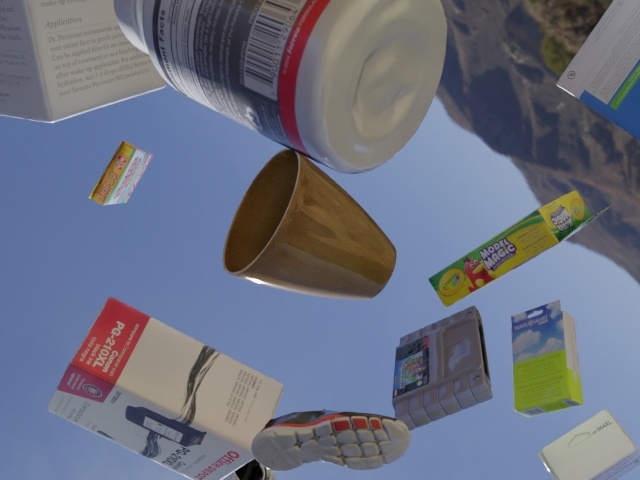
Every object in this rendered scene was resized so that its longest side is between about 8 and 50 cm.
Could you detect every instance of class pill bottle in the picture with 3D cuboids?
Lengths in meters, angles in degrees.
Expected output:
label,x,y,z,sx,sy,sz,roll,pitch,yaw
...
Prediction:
label,x,y,z,sx,sy,sz,roll,pitch,yaw
pill bottle,-0.055,-0.199,0.663,0.318,0.176,0.176,31,-167,33

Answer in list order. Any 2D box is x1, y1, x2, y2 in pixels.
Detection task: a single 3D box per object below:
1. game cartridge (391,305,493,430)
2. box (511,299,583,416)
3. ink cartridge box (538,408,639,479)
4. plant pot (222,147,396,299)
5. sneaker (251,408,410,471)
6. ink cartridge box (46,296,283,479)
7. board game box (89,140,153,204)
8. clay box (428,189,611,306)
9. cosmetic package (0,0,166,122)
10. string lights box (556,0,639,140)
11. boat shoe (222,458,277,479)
label,x,y,z,sx,sy,sz,roll,pitch,yaw
game cartridge,0.282,0.293,1.646,0.068,0.230,0.355,62,-163,-16
box,0.381,0.200,1.179,0.042,0.109,0.178,29,-129,-29
ink cartridge box,0.502,0.397,1.272,0.203,0.148,0.086,36,-161,-55
plant pot,0.000,0.000,1.203,0.254,0.237,0.237,26,-153,-24
sneaker,0.011,0.189,0.698,0.065,0.158,0.061,-71,-24,-71
ink cartridge box,-0.191,0.193,0.849,0.237,0.172,0.100,30,-130,-11
board game box,-0.391,-0.132,1.377,0.039,0.124,0.259,30,-179,-4
clay box,0.261,0.005,0.914,0.127,0.222,0.053,-21,-104,-48
cosmetic package,-0.369,-0.411,0.929,0.161,0.453,0.230,12,-152,29
string lights box,0.378,-0.137,0.673,0.077,0.133,0.260,0,-140,-46
boat shoe,-0.151,0.507,1.486,0.258,0.084,0.095,47,-125,-48
